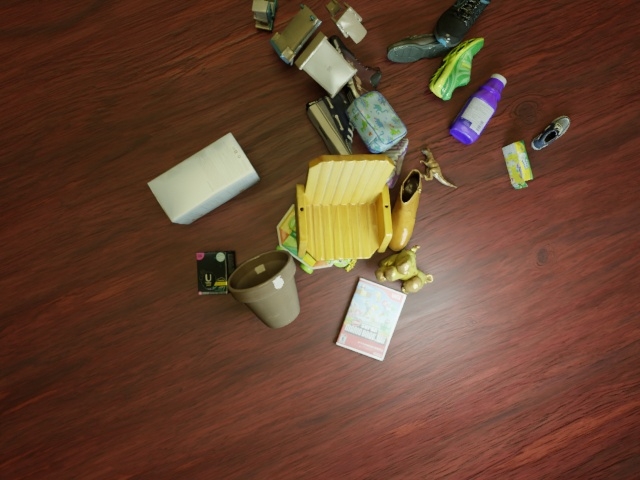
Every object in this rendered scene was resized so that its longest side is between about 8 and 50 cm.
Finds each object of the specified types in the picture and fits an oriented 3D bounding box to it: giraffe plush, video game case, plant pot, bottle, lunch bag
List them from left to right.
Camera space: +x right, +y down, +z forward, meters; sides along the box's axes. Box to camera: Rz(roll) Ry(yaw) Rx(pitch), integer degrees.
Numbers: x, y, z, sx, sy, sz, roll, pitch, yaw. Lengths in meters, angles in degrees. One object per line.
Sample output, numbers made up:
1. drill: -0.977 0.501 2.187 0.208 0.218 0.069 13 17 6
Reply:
1. plant pot: -0.187 0.197 1.551 0.262 0.263 0.230 -24 115 -2
2. video game case: 0.205 0.318 1.664 0.203 0.025 0.286 20 89 -2
3. lunch bag: 0.216 -0.451 1.566 0.176 0.090 0.219 -36 89 -32
4. giraffe plush: 0.342 0.134 1.619 0.210 0.181 0.171 -42 104 -36
5. bottle: 0.636 -0.529 1.642 0.118 0.092 0.283 33 89 -3

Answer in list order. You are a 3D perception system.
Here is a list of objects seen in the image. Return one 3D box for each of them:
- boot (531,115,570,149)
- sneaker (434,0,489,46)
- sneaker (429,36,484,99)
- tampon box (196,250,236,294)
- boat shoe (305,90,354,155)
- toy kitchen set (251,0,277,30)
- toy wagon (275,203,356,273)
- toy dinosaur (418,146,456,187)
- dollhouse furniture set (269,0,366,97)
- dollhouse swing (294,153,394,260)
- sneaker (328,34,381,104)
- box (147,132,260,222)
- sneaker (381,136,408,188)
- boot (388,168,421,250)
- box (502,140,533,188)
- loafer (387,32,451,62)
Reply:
1. boot: 0.951 -0.440 1.660 0.190 0.086 0.069 -42 92 -1
2. sneaker: 0.560 -0.895 1.583 0.125 0.140 0.341 37 76 -1
3. sneaker: 0.551 -0.687 1.647 0.123 0.109 0.296 42 85 -28
4. tampon box: -0.400 0.123 1.589 0.120 0.101 0.161 -3 91 9
5. boat shoe: 0.093 -0.423 1.604 0.158 0.127 0.341 -32 92 -8
6. toy kitchen set: -0.178 -0.927 1.568 0.122 0.166 0.207 9 90 -2
7. toy wagon: 0.000 0.000 1.631 0.344 0.068 0.267 36 89 -2
8. toy dinosaur: 0.459 -0.277 1.652 0.112 0.064 0.212 -32 92 -3
9. dollhouse furniture set: 0.003 -0.747 1.538 0.286 0.198 0.303 -44 52 18
10. dollhouse swing: 0.098 -0.103 1.457 0.346 0.305 0.316 -2 82 -11
11. sneaker: 0.147 -0.687 1.627 0.162 0.106 0.282 -25 100 -9
12. box: -0.421 -0.221 1.539 0.345 0.215 0.168 -32 91 -2
13. sneaker: 0.290 -0.304 1.637 0.095 0.104 0.237 10 66 37
14. boot: 0.315 -0.112 1.566 0.104 0.211 0.296 16 87 14
15. box: 0.791 -0.299 1.645 0.043 0.105 0.179 -14 92 -1
16. loafer: 0.386 -0.778 1.642 0.267 0.096 0.084 -9 72 -10
